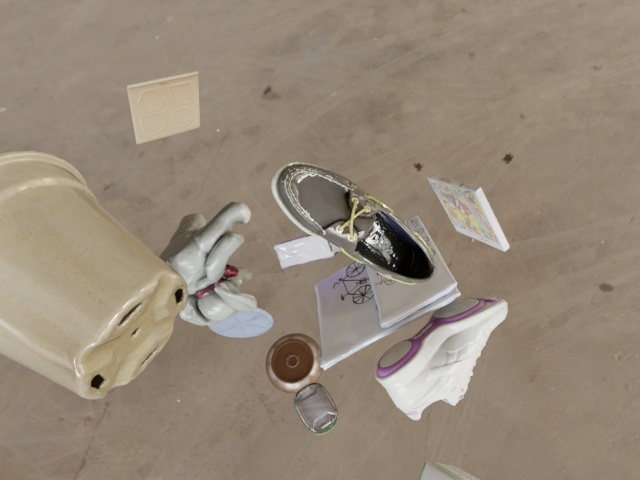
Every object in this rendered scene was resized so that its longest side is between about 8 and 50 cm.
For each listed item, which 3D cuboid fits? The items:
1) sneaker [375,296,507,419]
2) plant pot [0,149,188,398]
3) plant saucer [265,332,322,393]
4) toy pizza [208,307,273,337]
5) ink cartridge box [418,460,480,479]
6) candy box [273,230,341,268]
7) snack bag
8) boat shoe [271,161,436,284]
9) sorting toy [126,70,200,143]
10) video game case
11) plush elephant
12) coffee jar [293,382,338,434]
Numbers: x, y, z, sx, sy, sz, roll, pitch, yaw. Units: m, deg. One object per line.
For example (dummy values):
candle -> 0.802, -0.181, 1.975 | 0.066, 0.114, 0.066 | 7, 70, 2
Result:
sneaker -> 0.253, 0.222, 0.870 | 0.305, 0.114, 0.152 | -32, 97, -14
plant pot -> -0.402, 0.076, 0.709 | 0.306, 0.333, 0.333 | 31, 68, 11
plant saucer -> -0.090, 0.401, 1.468 | 0.199, 0.036, 0.198 | -4, 64, 7
toy pizza -> -0.247, 0.244, 1.366 | 0.202, 0.201, 0.032 | -10, 52, 6
ink cartridge box -> 0.303, 0.636, 1.075 | 0.093, 0.212, 0.154 | 15, 73, 40
candy box -> 0.000, 0.000, 1.197 | 0.165, 0.070, 0.196 | -15, 8, 32
snack bag -> 0.123, 0.105, 1.034 | 0.343, 0.037, 0.323 | -33, 27, 15
boat shoe -> 0.047, -0.019, 0.525 | 0.081, 0.228, 0.069 | -60, 25, -5
sorting toy -> -0.429, -0.370, 1.226 | 0.193, 0.208, 0.038 | -25, 66, -29
video game case -> 0.419, -0.082, 1.263 | 0.026, 0.227, 0.206 | -41, 29, -6
plush elephant -> -0.280, 0.093, 1.171 | 0.272, 0.255, 0.330 | -13, 36, 36
coffee jar -> -0.007, 0.383, 0.998 | 0.079, 0.184, 0.096 | -31, 66, -11
